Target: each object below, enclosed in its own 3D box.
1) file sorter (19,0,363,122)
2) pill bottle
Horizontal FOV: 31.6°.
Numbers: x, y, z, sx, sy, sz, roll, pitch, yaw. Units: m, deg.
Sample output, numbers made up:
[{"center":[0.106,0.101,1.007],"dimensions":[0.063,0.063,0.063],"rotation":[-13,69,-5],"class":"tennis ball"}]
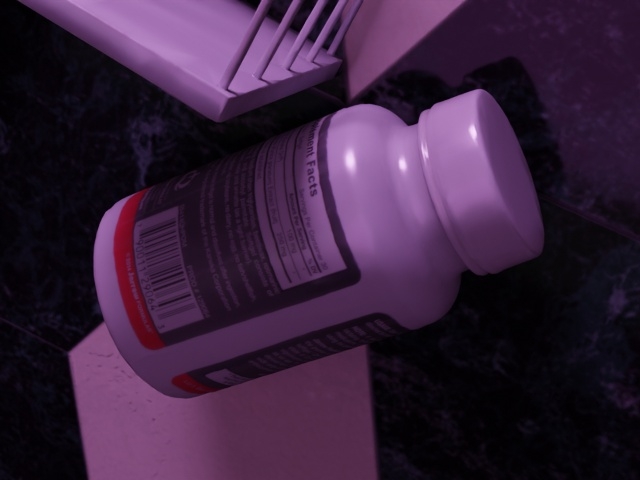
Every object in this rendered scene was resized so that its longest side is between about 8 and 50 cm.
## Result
[{"center":[-0.066,-0.218,0.778],"dimensions":[0.192,0.277,0.173],"rotation":[32,109,6],"class":"file sorter"},{"center":[0.000,0.000,0.874],"dimensions":[0.318,0.176,0.176],"rotation":[-19,100,22],"class":"pill bottle"}]
